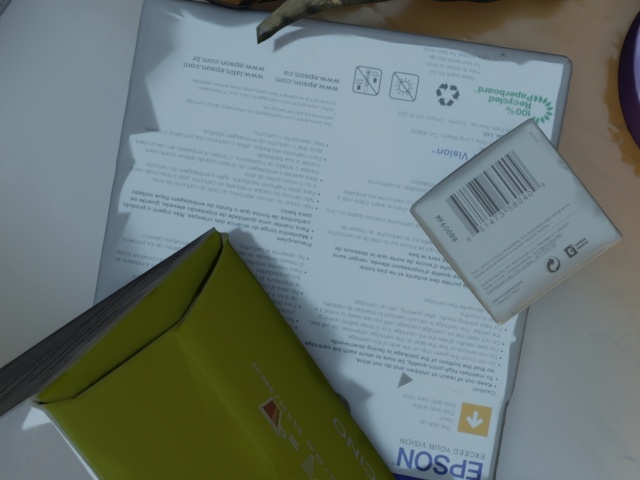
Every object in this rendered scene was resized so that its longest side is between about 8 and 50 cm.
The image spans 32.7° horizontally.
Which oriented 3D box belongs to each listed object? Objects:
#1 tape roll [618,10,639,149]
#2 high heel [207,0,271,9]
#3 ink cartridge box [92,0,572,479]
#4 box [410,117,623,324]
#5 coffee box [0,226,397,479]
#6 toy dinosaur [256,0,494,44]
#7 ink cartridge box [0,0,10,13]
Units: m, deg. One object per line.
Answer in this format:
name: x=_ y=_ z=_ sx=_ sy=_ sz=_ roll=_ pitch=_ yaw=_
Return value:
tape roll: x=0.316 y=-0.122 z=0.789 sx=0.189 sy=0.080 sz=0.188 roll=0 pitch=89 yaw=8
high heel: x=-0.041 y=-0.303 z=0.792 sx=0.186 sy=0.093 sz=0.261 roll=-11 pitch=95 yaw=-27
ink cartridge box: x=0.000 y=0.000 z=0.835 sx=0.324 sy=0.071 sz=0.330 roll=10 pitch=94 yaw=6
box: x=0.130 y=-0.013 z=0.741 sx=0.101 sy=0.087 sz=0.102 roll=-37 pitch=89 yaw=7
coffee box: x=-0.131 y=0.245 z=0.671 sx=0.334 sy=0.338 sz=0.337 roll=-33 pitch=96 yaw=14
toy dinosaur: x=0.079 y=-0.218 z=0.777 sx=0.268 sy=0.064 sz=0.118 roll=-11 pitch=106 yaw=-13
ink cartridge box: x=-0.311 y=-0.170 z=0.814 sx=0.065 sy=0.186 sz=0.311 roll=35 pitch=94 yaw=2
